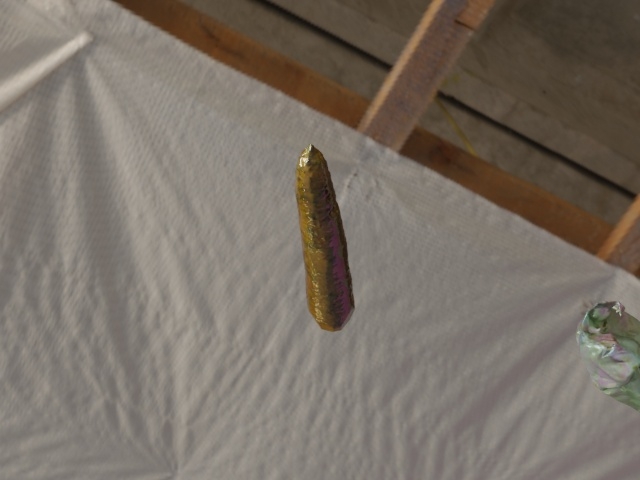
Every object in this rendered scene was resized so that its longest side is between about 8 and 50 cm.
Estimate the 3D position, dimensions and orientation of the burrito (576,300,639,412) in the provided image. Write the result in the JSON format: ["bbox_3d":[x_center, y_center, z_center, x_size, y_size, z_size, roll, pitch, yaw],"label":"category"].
[{"bbox_3d":[0.413,0.168,1.262,0.229,0.144,0.089,33,-60,-30],"label":"burrito"}]

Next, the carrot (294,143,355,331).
[{"bbox_3d":[0.000,0.000,1.234,0.066,0.066,0.314,-11,-45,-1],"label":"carrot"}]
